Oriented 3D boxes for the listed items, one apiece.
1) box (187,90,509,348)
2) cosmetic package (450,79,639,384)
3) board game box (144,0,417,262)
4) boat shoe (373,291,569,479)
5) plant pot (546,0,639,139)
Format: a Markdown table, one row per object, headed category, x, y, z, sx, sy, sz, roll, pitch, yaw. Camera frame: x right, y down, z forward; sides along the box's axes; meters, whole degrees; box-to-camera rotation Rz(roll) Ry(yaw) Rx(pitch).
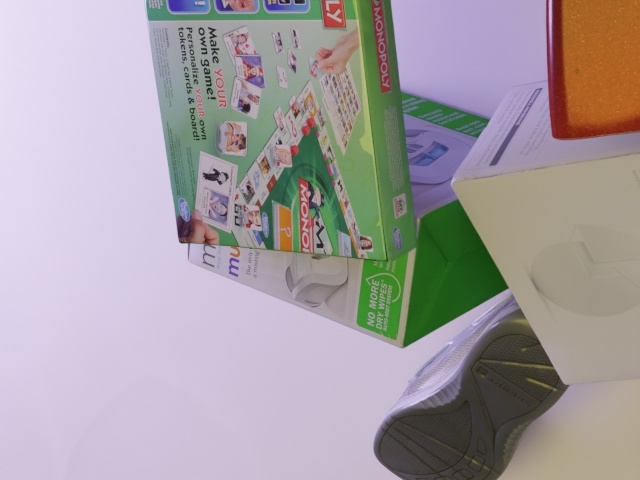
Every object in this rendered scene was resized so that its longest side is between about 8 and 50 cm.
| category | x | y | z | sx | sy | sz | roll | pitch | yaw |
| --- | --- | --- | --- | --- | --- | --- | --- | --- | --- |
| box | 0.054 | -0.031 | 1.522 | 0.231 | 0.262 | 0.127 | 22 | 118 | 31 |
| cosmetic package | 0.266 | -0.015 | 1.376 | 0.224 | 0.138 | 0.224 | -6 | 126 | 40 |
| board game box | -0.040 | -0.146 | 1.349 | 0.213 | 0.046 | 0.317 | 5 | 110 | 35 |
| boat shoe | 0.152 | 0.136 | 1.616 | 0.118 | 0.103 | 0.320 | 34 | 139 | 1 |
| plant pot | 0.291 | -0.237 | 1.206 | 0.267 | 0.267 | 0.236 | -6 | 112 | 24 |
